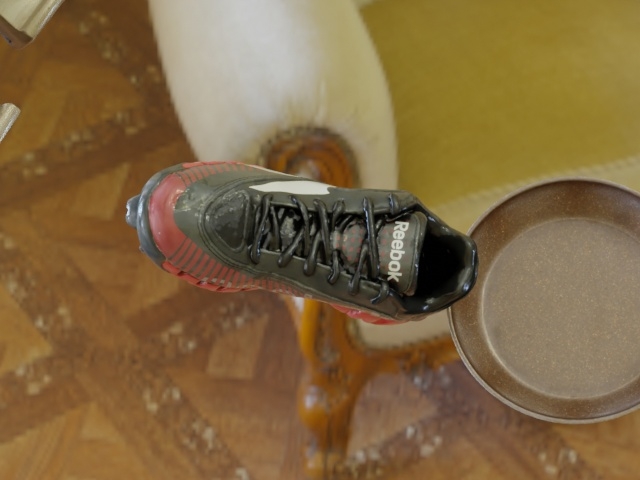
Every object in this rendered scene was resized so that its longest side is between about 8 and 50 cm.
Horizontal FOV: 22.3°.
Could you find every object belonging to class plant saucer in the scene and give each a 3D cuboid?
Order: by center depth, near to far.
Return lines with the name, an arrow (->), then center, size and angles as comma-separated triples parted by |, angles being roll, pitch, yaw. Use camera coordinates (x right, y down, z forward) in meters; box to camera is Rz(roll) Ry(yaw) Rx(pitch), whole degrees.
plant saucer -> 0.198, 0.048, 1.270 | 0.199, 0.036, 0.198 | -3, 73, 9

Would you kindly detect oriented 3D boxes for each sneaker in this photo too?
sneaker -> 0.000, 0.000, 1.173 | 0.276, 0.135, 0.097 | 15, 80, -32

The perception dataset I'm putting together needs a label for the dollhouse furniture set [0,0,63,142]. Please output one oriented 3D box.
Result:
dollhouse furniture set -> -0.243, -0.228, 0.865 | 0.303, 0.286, 0.198 | -59, 25, -16
